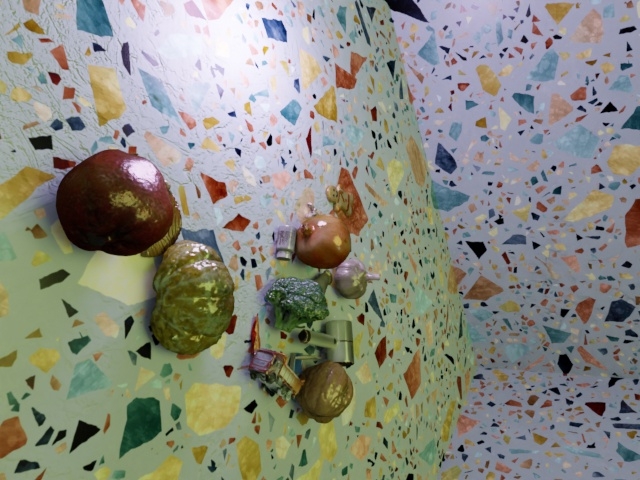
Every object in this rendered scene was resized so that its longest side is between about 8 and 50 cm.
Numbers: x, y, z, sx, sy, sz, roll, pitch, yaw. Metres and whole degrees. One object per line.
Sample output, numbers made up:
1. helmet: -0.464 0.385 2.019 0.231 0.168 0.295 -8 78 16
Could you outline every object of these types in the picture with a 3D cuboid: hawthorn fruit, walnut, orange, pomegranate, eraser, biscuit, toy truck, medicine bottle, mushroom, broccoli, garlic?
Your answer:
1. hawthorn fruit: -0.540 -0.098 1.244 0.311 0.295 0.295 -79 149 -63
2. walnut: 0.018 0.636 1.976 0.257 0.257 0.224 -53 159 -44
3. orange: -0.387 0.180 1.466 0.271 0.210 0.368 5 83 -57
4. pomegranate: 0.000 0.000 2.001 0.270 0.252 0.229 28 58 -44
5. eraser: -0.101 0.521 1.975 0.063 0.027 0.084 22 68 -51
6. biscuit: -0.513 -0.065 1.467 0.176 0.031 0.228 -10 94 -56
7. toy truck: -0.167 0.517 1.786 0.135 0.114 0.270 -65 144 -31
8. biscuit: 0.101 -0.211 2.369 0.234 0.030 0.153 30 59 -50
9. medicine bottle: -0.145 0.011 1.940 0.079 0.079 0.140 28 63 -50
10. mushroom: -0.527 -0.204 1.428 0.187 0.061 0.060 33 47 -39
11. broccoli: -0.093 0.263 1.881 0.241 0.261 0.269 -61 177 -9
12. garlic: 0.190 0.185 2.283 0.218 0.212 0.218 22 65 -58
13. mushroom: -0.014 0.213 2.101 0.225 0.093 0.116 -66 148 -49

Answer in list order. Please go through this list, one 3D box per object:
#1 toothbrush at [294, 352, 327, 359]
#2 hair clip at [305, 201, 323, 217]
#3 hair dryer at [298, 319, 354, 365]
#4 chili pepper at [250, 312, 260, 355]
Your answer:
1. toothbrush: -0.038 0.509 2.037 0.307 0.025 0.029 25 57 -61
2. hair clip: 0.000 -0.101 2.205 0.226 0.034 0.072 35 61 -50
3. hair dryer: 0.017 0.440 2.051 0.362 0.128 0.203 26 54 -48
4. chili pepper: -0.251 0.368 1.783 0.045 0.027 0.178 13 75 -58
